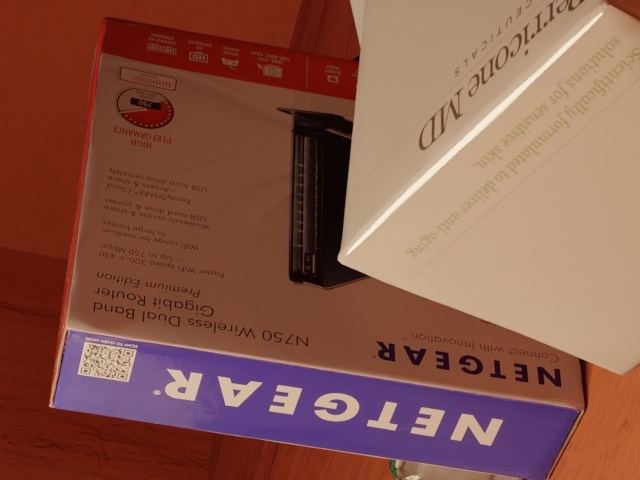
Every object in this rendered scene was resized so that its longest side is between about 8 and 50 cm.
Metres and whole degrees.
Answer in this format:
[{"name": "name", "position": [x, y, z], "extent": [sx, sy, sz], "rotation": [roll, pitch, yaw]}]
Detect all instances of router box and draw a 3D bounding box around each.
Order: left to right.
[{"name": "router box", "position": [0.000, 0.000, 1.342], "extent": [0.301, 0.335, 0.082], "rotation": [-90, 13, -44]}]

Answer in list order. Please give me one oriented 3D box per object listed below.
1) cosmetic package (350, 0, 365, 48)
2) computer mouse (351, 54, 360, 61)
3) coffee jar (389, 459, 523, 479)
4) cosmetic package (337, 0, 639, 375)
[{"name": "cosmetic package", "position": [0.080, -0.316, 1.692], "extent": [0.224, 0.138, 0.224], "rotation": [-87, -14, -58]}, {"name": "computer mouse", "position": [0.029, -0.072, 1.604], "extent": [0.072, 0.188, 0.272], "rotation": [57, 180, 28]}, {"name": "coffee jar", "position": [0.099, 0.092, 1.401], "extent": [0.184, 0.096, 0.079], "rotation": [-85, 10, -45]}, {"name": "cosmetic package", "position": [0.130, -0.153, 0.847], "extent": [0.197, 0.155, 0.365], "rotation": [-45, 30, 46]}]
